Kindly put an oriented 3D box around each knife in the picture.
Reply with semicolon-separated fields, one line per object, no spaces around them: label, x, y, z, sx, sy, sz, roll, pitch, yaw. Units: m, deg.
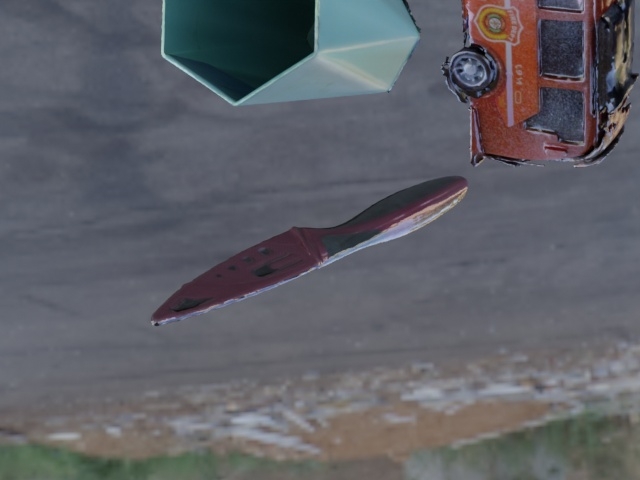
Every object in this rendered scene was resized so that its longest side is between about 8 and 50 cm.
knife;0.000;0.000;0.749;0.035;0.018;0.247;32;-143;33

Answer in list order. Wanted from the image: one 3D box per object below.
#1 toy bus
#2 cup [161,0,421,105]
toy bus;0.115;-0.143;0.730;0.096;0.073;0.235;12;132;27
cup;-0.009;-0.180;1.114;0.148;0.134;0.236;-27;172;25
